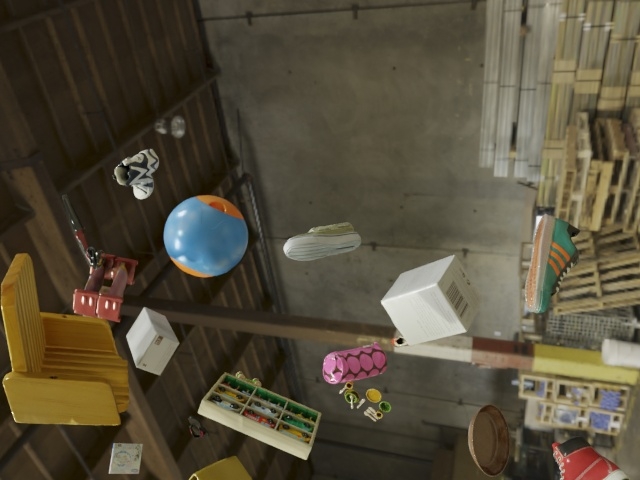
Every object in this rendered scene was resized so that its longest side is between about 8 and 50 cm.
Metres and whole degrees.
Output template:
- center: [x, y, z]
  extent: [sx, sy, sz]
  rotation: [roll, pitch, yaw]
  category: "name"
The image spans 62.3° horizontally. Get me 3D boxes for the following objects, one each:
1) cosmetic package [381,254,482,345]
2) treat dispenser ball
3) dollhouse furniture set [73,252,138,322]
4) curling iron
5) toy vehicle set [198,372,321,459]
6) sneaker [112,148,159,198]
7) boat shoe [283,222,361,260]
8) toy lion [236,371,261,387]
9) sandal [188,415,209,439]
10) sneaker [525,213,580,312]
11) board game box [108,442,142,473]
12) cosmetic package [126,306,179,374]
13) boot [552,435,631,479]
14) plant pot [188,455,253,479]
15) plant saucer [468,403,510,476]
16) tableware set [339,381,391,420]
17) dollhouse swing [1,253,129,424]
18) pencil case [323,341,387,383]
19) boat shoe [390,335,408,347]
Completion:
- center: [0.291, 0.158, 1.388]
  extent: [0.151, 0.184, 0.151]
  rotation: [57, -138, -10]
  category: "cosmetic package"
- center: [-0.398, -0.015, 1.854]
  extent: [0.288, 0.288, 0.288]
  rotation: [4, -90, -71]
  category: "treat dispenser ball"
- center: [-0.761, 0.242, 1.863]
  extent: [0.201, 0.152, 0.374]
  rotation: [-90, 19, -49]
  category: "dollhouse furniture set"
- center: [-0.738, -0.029, 1.647]
  extent: [0.274, 0.068, 0.035]
  rotation: [58, -154, 16]
  category: "curling iron"
- center: [-0.136, 0.408, 1.252]
  extent: [0.166, 0.267, 0.035]
  rotation: [-50, -18, -79]
  category: "toy vehicle set"
- center: [-0.684, -0.224, 1.917]
  extent: [0.153, 0.235, 0.094]
  rotation: [-23, -106, -41]
  category: "sneaker"
- center: [0.000, 0.000, 1.850]
  extent: [0.094, 0.303, 0.109]
  rotation: [63, 142, 29]
  category: "boat shoe"
- center: [-0.254, 0.477, 1.701]
  extent: [0.100, 0.034, 0.096]
  rotation: [30, -92, -25]
  category: "toy lion"
- center: [-0.485, 0.743, 2.076]
  extent: [0.179, 0.067, 0.040]
  rotation: [83, -159, -47]
  category: "sandal"
- center: [0.648, 0.069, 1.459]
  extent: [0.108, 0.121, 0.302]
  rotation: [89, -160, -65]
  category: "sneaker"
- center: [-0.622, 0.698, 1.696]
  extent: [0.020, 0.090, 0.090]
  rotation: [-36, 47, 54]
  category: "board game box"
- center: [-0.516, 0.304, 1.622]
  extent: [0.086, 0.231, 0.117]
  rotation: [32, -91, -31]
  category: "cosmetic package"
- center: [0.599, 0.601, 1.299]
  extent: [0.088, 0.244, 0.176]
  rotation: [53, 175, -31]
  category: "boot"
- center: [-0.378, 0.961, 2.039]
  extent: [0.187, 0.212, 0.212]
  rotation: [-25, -22, -44]
  category: "plant pot"
- center: [0.487, 0.581, 1.550]
  extent: [0.199, 0.036, 0.198]
  rotation: [13, -109, -40]
  category: "plant saucer"
- center: [0.138, 0.492, 1.638]
  extent: [0.104, 0.154, 0.024]
  rotation: [-54, -6, 27]
  category: "tableware set"
- center: [-0.620, 0.226, 1.324]
  extent: [0.347, 0.315, 0.304]
  rotation: [-142, 65, -64]
  category: "dollhouse swing"
- center: [0.104, 0.368, 1.597]
  extent: [0.209, 0.095, 0.098]
  rotation: [0, -83, -44]
  category: "pencil case"
- center: [0.343, 0.434, 2.271]
  extent: [0.043, 0.137, 0.049]
  rotation: [16, -107, -30]
  category: "boat shoe"
